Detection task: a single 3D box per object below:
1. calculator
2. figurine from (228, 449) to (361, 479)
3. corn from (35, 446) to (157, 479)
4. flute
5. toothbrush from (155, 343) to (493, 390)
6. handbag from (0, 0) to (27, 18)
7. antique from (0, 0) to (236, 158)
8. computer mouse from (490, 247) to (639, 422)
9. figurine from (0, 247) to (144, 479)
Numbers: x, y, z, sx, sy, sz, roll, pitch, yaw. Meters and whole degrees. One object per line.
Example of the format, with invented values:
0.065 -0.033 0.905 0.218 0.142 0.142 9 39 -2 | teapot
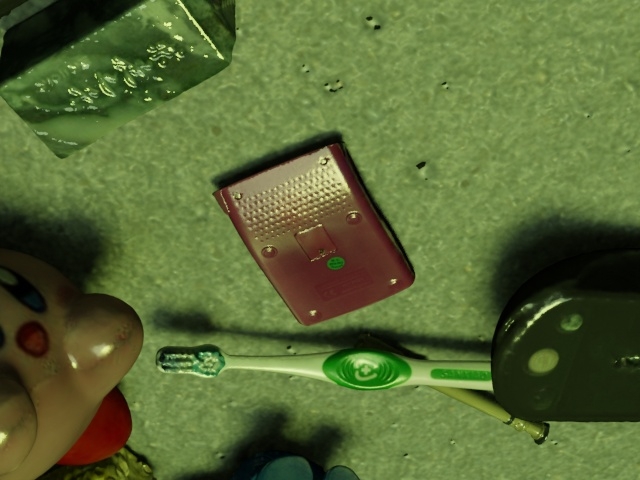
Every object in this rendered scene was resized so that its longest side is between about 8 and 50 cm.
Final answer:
0.000 0.000 1.394 0.127 0.034 0.190 -23 128 12 | calculator
-0.056 0.288 1.582 0.164 0.120 0.262 38 135 -21 | figurine
-0.313 0.325 1.579 0.344 0.131 0.131 -32 124 19 | corn
0.131 0.147 1.525 0.233 0.027 0.027 27 122 -22 | flute
0.053 0.122 1.468 0.418 0.040 0.042 4 90 -13 | toothbrush
-0.253 -0.280 1.120 0.275 0.088 0.244 -24 123 16 | handbag
-0.156 -0.155 1.222 0.183 0.086 0.088 -27 126 17 | antique
0.278 0.084 1.436 0.269 0.100 0.170 4 128 -16 | computer mouse
-0.301 0.123 1.359 0.211 0.270 0.261 41 143 12 | figurine
